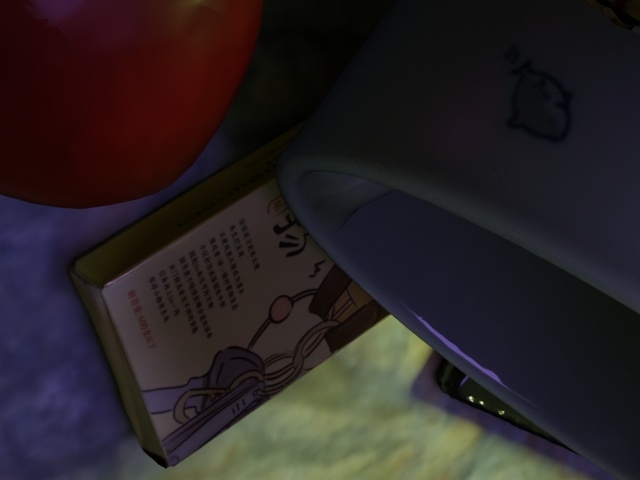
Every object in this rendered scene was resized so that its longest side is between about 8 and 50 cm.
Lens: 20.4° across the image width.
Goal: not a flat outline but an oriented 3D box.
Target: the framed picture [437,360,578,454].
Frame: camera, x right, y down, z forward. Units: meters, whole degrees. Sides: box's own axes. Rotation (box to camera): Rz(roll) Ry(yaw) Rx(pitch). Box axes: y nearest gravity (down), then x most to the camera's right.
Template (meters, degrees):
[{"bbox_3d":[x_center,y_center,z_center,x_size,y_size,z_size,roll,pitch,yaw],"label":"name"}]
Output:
[{"bbox_3d":[0.209,-0.054,0.680,0.265,0.016,0.347,28,95,-46],"label":"framed picture"}]

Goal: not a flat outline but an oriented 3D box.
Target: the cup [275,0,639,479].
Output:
[{"bbox_3d":[0.163,-0.084,0.467,0.317,0.212,0.212,-55,136,-10],"label":"cup"}]

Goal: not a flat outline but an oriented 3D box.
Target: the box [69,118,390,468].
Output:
[{"bbox_3d":[0.000,0.000,0.528,0.149,0.020,0.073,-34,130,-22],"label":"box"}]

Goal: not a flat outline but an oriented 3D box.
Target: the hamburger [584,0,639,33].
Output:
[{"bbox_3d":[0.122,-0.136,0.318,0.231,0.231,0.107,-39,170,-17],"label":"hamburger"}]

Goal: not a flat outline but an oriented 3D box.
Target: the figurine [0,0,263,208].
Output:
[{"bbox_3d":[-0.091,-0.148,0.243,0.269,0.261,0.211,7,70,-26],"label":"figurine"}]
